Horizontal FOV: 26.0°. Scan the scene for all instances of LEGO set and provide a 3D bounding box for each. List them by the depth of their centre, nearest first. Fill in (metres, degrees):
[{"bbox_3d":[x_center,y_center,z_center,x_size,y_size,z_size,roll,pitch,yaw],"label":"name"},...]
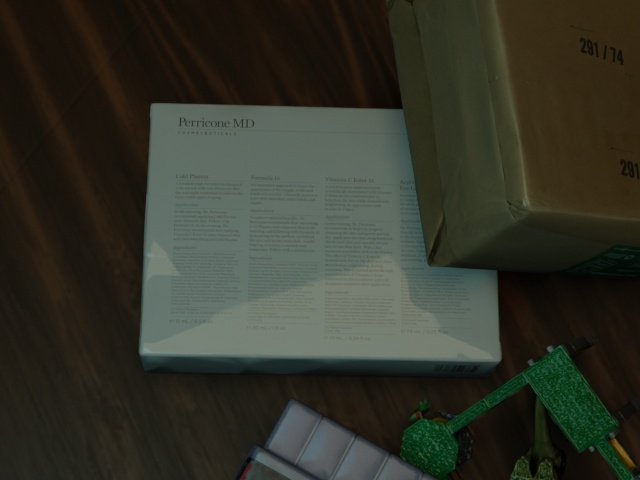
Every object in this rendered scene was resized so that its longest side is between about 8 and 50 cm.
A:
[{"bbox_3d":[0.257,0.251,1.420,0.255,0.192,0.331,-47,75,16],"label":"LEGO set"}]

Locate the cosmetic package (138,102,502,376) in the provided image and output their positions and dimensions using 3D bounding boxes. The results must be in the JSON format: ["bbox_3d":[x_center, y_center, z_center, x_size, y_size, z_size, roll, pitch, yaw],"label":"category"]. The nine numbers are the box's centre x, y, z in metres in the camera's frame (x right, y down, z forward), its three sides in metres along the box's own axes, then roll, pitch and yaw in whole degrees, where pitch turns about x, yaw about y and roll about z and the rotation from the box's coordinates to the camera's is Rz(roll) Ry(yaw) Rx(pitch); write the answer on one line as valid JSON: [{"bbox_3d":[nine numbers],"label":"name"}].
[{"bbox_3d":[0.000,0.000,1.497,0.377,0.097,0.284,2,73,-2],"label":"cosmetic package"}]

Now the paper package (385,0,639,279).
[{"bbox_3d":[0.255,-0.125,1.443,0.325,0.168,0.309,4,71,-34],"label":"paper package"}]

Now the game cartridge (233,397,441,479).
[{"bbox_3d":[-0.022,0.354,1.309,0.230,0.068,0.355,29,81,-1],"label":"game cartridge"}]
